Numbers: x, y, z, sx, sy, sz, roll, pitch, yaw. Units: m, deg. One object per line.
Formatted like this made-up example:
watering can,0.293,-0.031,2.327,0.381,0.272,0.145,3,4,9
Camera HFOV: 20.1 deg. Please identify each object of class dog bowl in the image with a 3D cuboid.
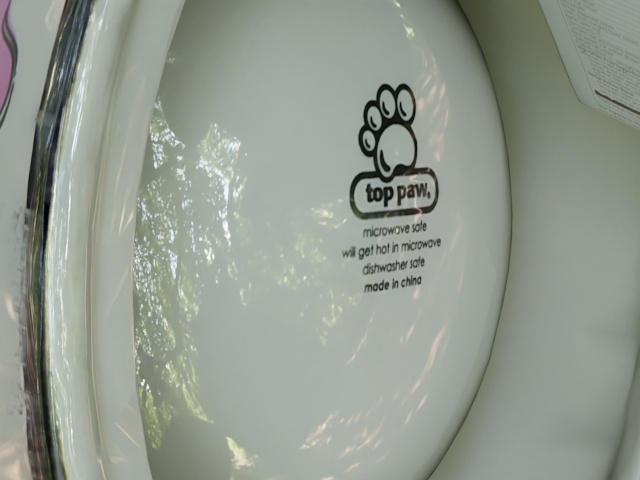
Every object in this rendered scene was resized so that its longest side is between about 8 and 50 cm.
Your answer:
dog bowl,0.000,0.000,0.662,0.150,0.408,0.408,6,53,39

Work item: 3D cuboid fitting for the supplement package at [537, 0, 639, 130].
supplement package,0.141,-0.137,0.565,0.139,0.244,0.134,31,74,35
